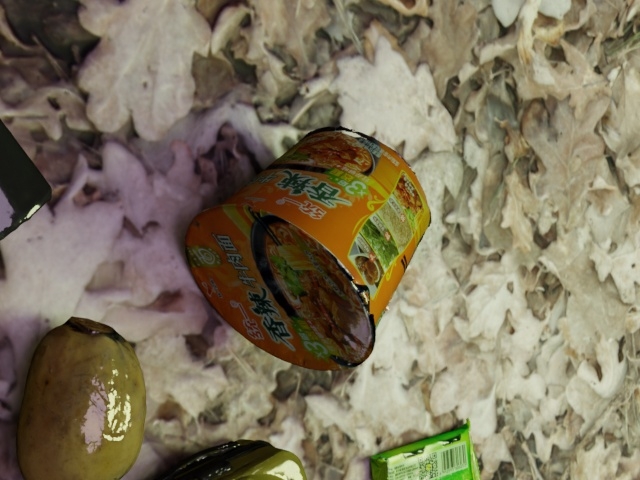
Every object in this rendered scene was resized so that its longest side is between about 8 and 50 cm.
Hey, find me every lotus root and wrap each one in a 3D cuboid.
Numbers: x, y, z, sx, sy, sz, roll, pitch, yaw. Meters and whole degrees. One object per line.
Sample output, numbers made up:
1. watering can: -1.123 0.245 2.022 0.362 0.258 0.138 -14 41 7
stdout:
1. lotus root: -0.231 0.184 1.157 0.125 0.118 0.220 4 85 -19

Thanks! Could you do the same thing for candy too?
1. candy: 0.132 0.290 1.475 0.178 0.032 0.102 -11 100 -37

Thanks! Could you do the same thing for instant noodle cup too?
1. instant noodle cup: 0.000 0.000 1.272 0.182 0.230 0.230 -50 118 -36

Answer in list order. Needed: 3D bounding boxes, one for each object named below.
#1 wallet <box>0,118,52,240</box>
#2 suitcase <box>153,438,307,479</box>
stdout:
1. wallet: -0.432 -0.135 1.035 0.228 0.062 0.406 -45 115 -27
2. suitcase: -0.087 0.336 1.244 0.194 0.143 0.234 -22 103 -34
